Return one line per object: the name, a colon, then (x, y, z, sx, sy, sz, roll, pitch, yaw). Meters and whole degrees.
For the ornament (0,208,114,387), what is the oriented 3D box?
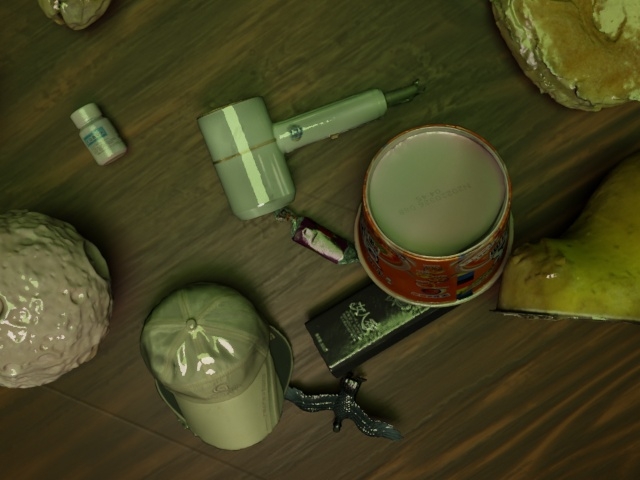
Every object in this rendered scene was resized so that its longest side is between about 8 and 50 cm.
ornament: (-0.420, 0.081, 1.021, 0.225, 0.259, 0.259, -29, 98, 3)

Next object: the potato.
potato: (0.458, -0.012, 1.060, 0.398, 0.290, 0.295, 7, 84, -2)

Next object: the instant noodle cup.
instant noodle cup: (0.165, -0.043, 1.020, 0.251, 0.192, 0.250, -2, 74, 7)

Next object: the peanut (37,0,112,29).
peanut: (-0.341, -0.450, 1.012, 0.130, 0.130, 0.290, 11, 108, -4)

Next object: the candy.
candy: (0.000, 0.000, 1.133, 0.175, 0.045, 0.043, 31, 109, -5)

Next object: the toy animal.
toy animal: (0.039, 0.269, 1.161, 0.220, 0.062, 0.107, 22, 98, 8)

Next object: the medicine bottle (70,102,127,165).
medicine bottle: (-0.343, -0.164, 1.091, 0.052, 0.052, 0.089, -31, 97, 2)

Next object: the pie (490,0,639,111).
pie: (0.436, -0.364, 1.085, 0.340, 0.083, 0.339, 0, 95, -2)

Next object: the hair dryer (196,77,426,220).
hair dryer: (0.007, -0.170, 1.093, 0.358, 0.107, 0.172, -21, 101, -6)

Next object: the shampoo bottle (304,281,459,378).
shampoo bottle: (0.131, 0.097, 1.128, 0.310, 0.071, 0.098, -31, 61, 1)

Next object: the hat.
hat: (-0.167, 0.201, 1.100, 0.232, 0.161, 0.274, -17, 102, 4)
